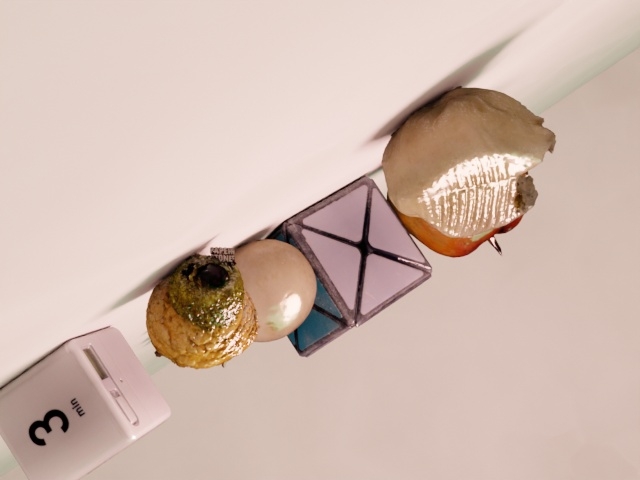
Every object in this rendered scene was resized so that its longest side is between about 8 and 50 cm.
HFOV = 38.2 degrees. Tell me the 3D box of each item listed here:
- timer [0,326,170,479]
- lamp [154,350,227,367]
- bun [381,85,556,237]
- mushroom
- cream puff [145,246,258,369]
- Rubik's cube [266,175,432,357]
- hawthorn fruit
[{"bbox_3d":[-0.400,0.282,1.545,0.195,0.192,0.194,-35,176,11],"label":"timer"},{"bbox_3d":[-0.302,0.236,2.321,0.223,0.151,0.215,10,165,-3],"label":"lamp"},{"bbox_3d":[0.231,-0.139,1.524,0.281,0.205,0.281,-7,144,-5],"label":"bun"},{"bbox_3d":[-0.114,0.082,1.750,0.204,0.204,0.204,-34,176,-3],"label":"mushroom"},{"bbox_3d":[-0.180,0.088,1.449,0.183,0.183,0.169,-31,150,-35],"label":"cream puff"},{"bbox_3d":[0.031,0.059,1.919,0.254,0.260,0.259,-32,173,-33],"label":"Rubik's cube"},{"bbox_3d":[0.297,-0.090,1.928,0.267,0.301,0.268,-41,-171,8],"label":"hawthorn fruit"}]
